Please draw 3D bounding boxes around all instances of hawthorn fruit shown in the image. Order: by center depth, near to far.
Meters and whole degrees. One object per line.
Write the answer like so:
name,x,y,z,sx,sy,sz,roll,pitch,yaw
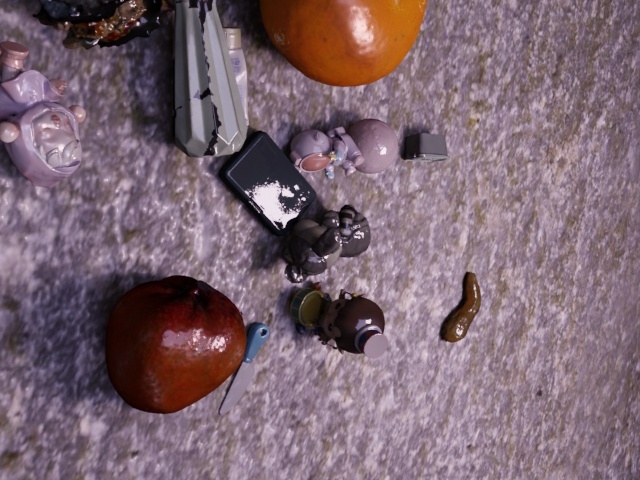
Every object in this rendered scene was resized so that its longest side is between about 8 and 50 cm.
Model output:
hawthorn fruit,-0.318,0.217,1.366,0.311,0.295,0.295,-43,119,5

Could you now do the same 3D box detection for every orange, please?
orange,0.044,-0.561,1.451,0.424,0.326,0.423,-15,111,-44

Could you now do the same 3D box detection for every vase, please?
vase,-0.250,-0.362,1.367,0.165,0.165,0.360,-16,111,-31

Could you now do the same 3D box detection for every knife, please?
knife,-0.185,0.320,1.602,0.058,0.032,0.244,22,88,-42

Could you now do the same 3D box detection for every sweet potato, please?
sweet potato,0.444,0.212,1.981,0.081,0.062,0.233,34,74,-30

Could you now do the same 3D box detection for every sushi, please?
sushi,-0.419,-0.487,1.240,0.219,0.239,0.225,32,63,-77

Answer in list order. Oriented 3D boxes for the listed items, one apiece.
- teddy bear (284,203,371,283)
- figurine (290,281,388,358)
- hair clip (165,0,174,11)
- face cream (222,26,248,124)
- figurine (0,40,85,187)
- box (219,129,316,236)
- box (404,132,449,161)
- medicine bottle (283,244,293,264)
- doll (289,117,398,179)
teddy bear,0.016,-0.010,1.578,0.251,0.171,0.144,-22,76,-43
figurine,0.059,0.200,1.602,0.158,0.276,0.161,24,80,-50
hair clip,-0.283,-0.585,1.395,0.300,0.069,0.173,-7,99,-22
face cream,-0.219,-0.371,1.480,0.114,0.070,0.224,-9,113,-29
figurine,-0.548,-0.236,1.231,0.200,0.133,0.276,-37,114,-56
box,-0.123,-0.137,1.568,0.160,0.050,0.230,-51,120,-18
box,0.297,-0.260,1.813,0.122,0.084,0.069,-1,89,-34
medicine bottle,-0.051,0.049,1.640,0.047,0.047,0.083,-50,118,-18
doll,0.054,-0.233,1.628,0.287,0.151,0.151,-8,100,-26
